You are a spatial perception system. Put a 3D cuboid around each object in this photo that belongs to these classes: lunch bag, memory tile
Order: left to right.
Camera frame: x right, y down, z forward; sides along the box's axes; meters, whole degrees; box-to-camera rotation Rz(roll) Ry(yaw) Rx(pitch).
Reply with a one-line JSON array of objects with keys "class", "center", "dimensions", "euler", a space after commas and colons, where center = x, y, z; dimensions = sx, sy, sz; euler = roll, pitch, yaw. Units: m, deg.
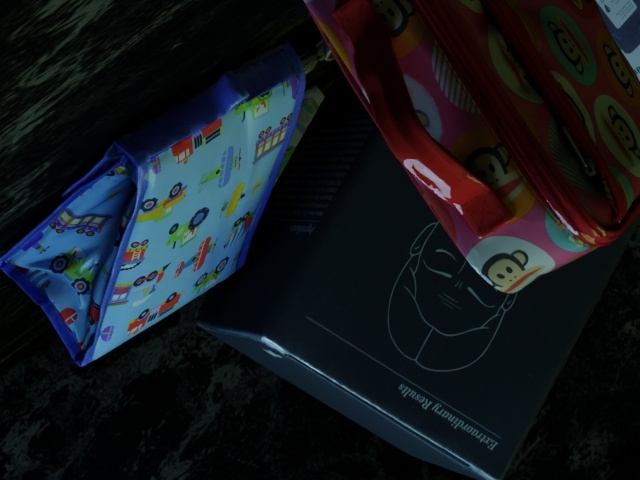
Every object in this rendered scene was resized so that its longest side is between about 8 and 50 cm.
[{"class": "lunch bag", "center": [-0.130, -0.049, 1.620], "dimensions": [0.221, 0.138, 0.293], "euler": [-33, 168, -40]}, {"class": "memory tile", "center": [-0.004, -0.199, 1.933], "dimensions": [0.148, 0.012, 0.113], "euler": [-36, 179, 0]}, {"class": "lunch bag", "center": [0.104, -0.116, 1.219], "dimensions": [0.120, 0.293, 0.258], "euler": [-32, -177, 32]}]

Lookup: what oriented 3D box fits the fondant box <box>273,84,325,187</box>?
[{"class": "fondant box", "center": [0.000, 0.000, 2.213], "dimensions": [0.096, 0.330, 0.238], "euler": [-35, -179, 43]}]

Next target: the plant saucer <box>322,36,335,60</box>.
[{"class": "plant saucer", "center": [0.116, -0.270, 1.591], "dimensions": [0.310, 0.050, 0.310], "euler": [-36, 179, -1]}]

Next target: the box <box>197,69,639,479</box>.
[{"class": "box", "center": [0.116, -0.004, 1.814], "dimensions": [0.395, 0.293, 0.212], "euler": [-60, -161, -10]}]

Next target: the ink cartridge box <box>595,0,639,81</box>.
[{"class": "ink cartridge box", "center": [0.306, -0.237, 1.593], "dimensions": [0.172, 0.237, 0.100], "euler": [-37, 177, 35]}]
